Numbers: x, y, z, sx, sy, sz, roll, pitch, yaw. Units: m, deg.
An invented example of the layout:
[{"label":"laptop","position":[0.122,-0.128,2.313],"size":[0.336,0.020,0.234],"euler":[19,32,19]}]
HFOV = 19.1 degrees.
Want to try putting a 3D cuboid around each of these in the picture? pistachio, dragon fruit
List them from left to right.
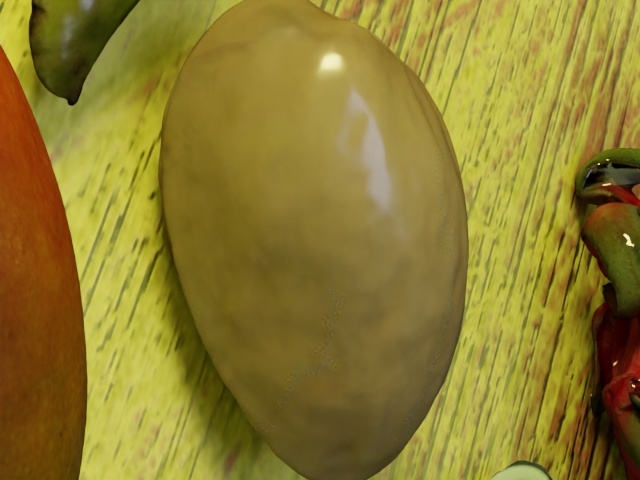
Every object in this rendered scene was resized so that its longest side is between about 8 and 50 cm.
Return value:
[{"label":"pistachio","position":[0.000,0.000,0.851],"size":[0.136,0.136,0.226],"euler":[-26,114,-49]},{"label":"dragon fruit","position":[0.248,0.083,1.082],"size":[0.218,0.198,0.273],"euler":[-37,114,-38]}]

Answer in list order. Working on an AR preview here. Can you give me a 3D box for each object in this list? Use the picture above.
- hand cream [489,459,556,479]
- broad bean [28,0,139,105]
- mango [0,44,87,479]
[{"label":"hand cream","position":[0.193,0.227,1.104],"size":[0.331,0.058,0.085],"euler":[43,48,-39]},{"label":"broad bean","position":[-0.054,-0.209,0.845],"size":[0.077,0.061,0.339],"euler":[34,60,-35]},{"label":"mango","position":[-0.151,0.030,0.655],"size":[0.146,0.129,0.289],"euler":[-38,124,-48]}]
